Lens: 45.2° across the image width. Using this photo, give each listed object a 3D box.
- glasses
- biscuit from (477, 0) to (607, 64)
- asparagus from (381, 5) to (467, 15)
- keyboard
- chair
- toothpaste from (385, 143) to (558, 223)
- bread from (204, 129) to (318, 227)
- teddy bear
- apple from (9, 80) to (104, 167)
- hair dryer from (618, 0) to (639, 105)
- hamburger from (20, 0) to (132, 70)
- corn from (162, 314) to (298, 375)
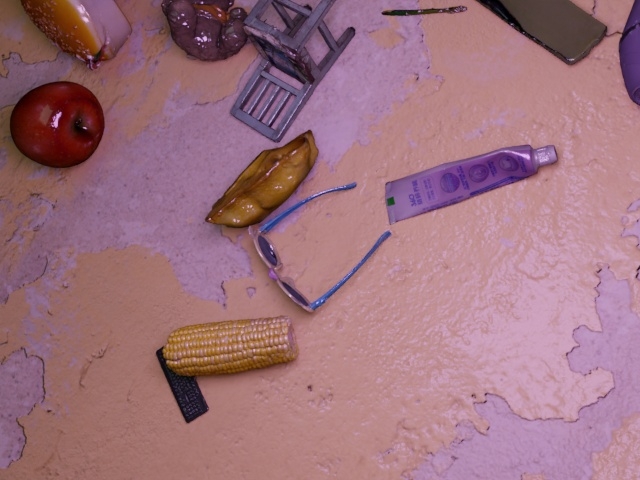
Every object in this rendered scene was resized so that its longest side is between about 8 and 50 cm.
[{"bbox_3d":[0.005,0.012,1.369,0.220,0.088,0.189,-29,64,-11],"label":"glasses"},{"bbox_3d":[0.353,-0.422,1.360,0.099,0.038,0.322,-45,64,0],"label":"biscuit"},{"bbox_3d":[0.191,-0.428,1.438,0.166,0.013,0.016,5,87,23],"label":"asparagus"},{"bbox_3d":[-0.254,0.255,1.411,0.053,0.010,0.155,-34,65,7],"label":"keyboard"},{"bbox_3d":[-0.075,-0.345,1.444,0.136,0.147,0.270,35,88,25],"label":"chair"},{"bbox_3d":[0.248,-0.104,1.303,0.301,0.048,0.075,-16,97,23],"label":"toothpaste"},{"bbox_3d":[-0.096,-0.104,1.385,0.233,0.161,0.088,-40,109,19],"label":"bread"},{"bbox_3d":[-0.236,-0.456,1.555,0.177,0.140,0.190,9,62,-19],"label":"teddy bear"},{"bbox_3d":[-0.537,-0.239,1.574,0.168,0.181,0.181,20,83,31],"label":"apple"},{"bbox_3d":[0.662,-0.336,1.200,0.361,0.121,0.301,10,70,14],"label":"hair dryer"},{"bbox_3d":[-0.531,-0.494,1.619,0.151,0.227,0.295,-39,61,-11],"label":"hamburger"},{"bbox_3d":[-0.156,0.186,1.348,0.244,0.093,0.093,-8,72,18],"label":"corn"}]
